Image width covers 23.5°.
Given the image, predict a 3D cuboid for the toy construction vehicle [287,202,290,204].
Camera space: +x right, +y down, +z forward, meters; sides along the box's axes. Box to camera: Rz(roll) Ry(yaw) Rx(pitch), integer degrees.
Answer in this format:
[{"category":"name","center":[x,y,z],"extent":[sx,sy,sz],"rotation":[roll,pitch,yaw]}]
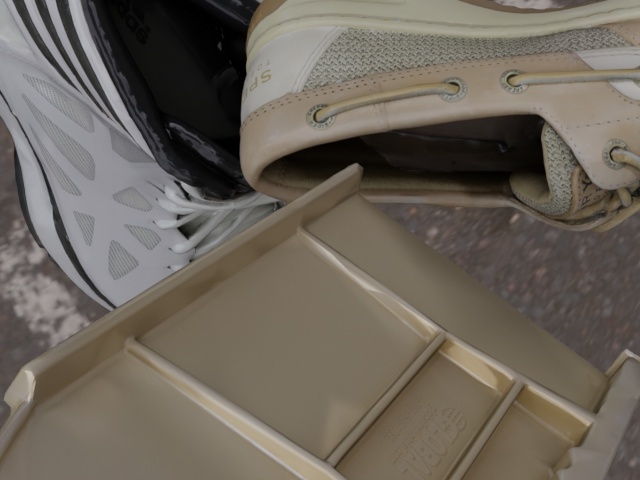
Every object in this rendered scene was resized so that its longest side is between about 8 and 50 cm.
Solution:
[{"category":"toy construction vehicle","center":[0.000,0.000,1.199],"extent":[0.086,0.035,0.098],"rotation":[34,109,7]}]

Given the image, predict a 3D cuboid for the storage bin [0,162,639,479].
[{"category":"storage bin","center":[-0.048,0.135,0.442],"extent":[0.123,0.260,0.262],"rotation":[38,113,7]}]

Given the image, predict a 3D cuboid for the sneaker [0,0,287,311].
[{"category":"sneaker","center":[-0.084,-0.031,0.987],"extent":[0.169,0.447,0.257],"rotation":[-41,44,-13]}]

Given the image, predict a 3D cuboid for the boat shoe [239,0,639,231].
[{"category":"boat shoe","center":[0.115,-0.048,0.686],"extent":[0.302,0.098,0.109],"rotation":[5,147,-2]}]
